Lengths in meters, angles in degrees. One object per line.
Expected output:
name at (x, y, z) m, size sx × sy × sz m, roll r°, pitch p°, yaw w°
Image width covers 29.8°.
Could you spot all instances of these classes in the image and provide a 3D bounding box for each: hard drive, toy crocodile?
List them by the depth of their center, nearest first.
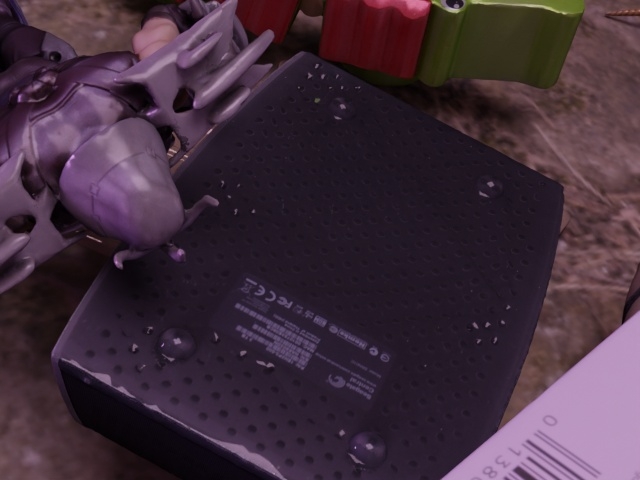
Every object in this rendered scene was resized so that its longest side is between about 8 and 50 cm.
hard drive at (0.007, 0.021, 0.535) m, size 0.172 × 0.054 × 0.255 m, roll 28°, pitch 41°, yaw 3°
toy crocodile at (-0.018, -0.159, 0.696) m, size 0.340 × 0.115 × 0.105 m, roll 19°, pitch 52°, yaw 1°

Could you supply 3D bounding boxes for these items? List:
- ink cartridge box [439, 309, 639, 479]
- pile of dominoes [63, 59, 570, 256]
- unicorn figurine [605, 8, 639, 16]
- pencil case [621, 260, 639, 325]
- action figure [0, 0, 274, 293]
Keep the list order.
ink cartridge box at (0.177, 0.093, 0.354) m, size 0.275 × 0.060 × 0.239 m, roll -37°, pitch 39°, yaw -17°
pile of dominoes at (0.000, 0.000, 0.630) m, size 0.196 × 0.040 × 0.251 m, roll 35°, pitch 40°, yaw 12°
unicorn figurine at (0.286, -0.137, 0.799) m, size 0.060 × 0.162 × 0.111 m, roll -18°, pitch 85°, yaw -37°
pencil case at (0.199, 0.135, 0.473) m, size 0.183 × 0.160 × 0.410 m, roll -3°, pitch 41°, yaw 23°
action figure at (-0.127, -0.058, 0.521) m, size 0.185 × 0.099 × 0.285 m, roll -32°, pitch 42°, yaw -21°
